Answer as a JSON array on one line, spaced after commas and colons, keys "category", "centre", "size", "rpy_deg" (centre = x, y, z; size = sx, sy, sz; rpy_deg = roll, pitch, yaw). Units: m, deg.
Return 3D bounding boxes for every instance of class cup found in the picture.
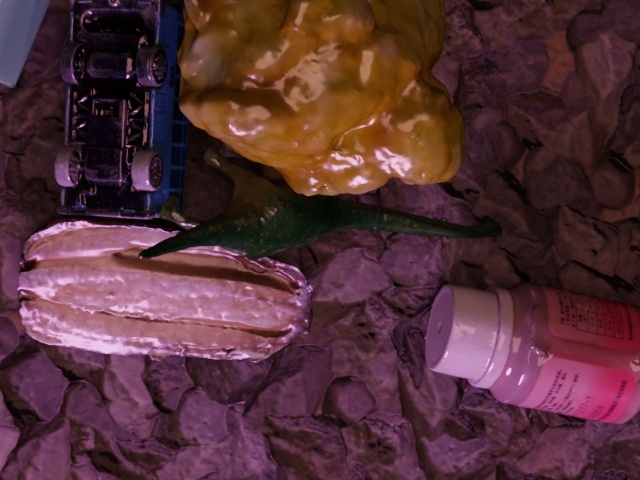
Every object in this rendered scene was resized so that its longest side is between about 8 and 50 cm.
[{"category": "cup", "centre": [-0.341, -0.286, 1.673], "size": [0.148, 0.134, 0.236], "rpy_deg": [18, 90, -9]}]

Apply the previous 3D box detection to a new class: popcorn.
[{"category": "popcorn", "centre": [0.003, -0.214, 1.638], "size": [0.292, 0.293, 0.334], "rpy_deg": [1, 63, 1]}]

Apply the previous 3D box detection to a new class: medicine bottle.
[{"category": "medicine bottle", "centre": [0.249, 0.121, 1.803], "size": [0.247, 0.147, 0.147], "rpy_deg": [12, 90, -11]}]

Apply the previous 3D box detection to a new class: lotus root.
[{"category": "lotus root", "centre": [-0.167, 0.046, 1.754], "size": [0.329, 0.078, 0.167], "rpy_deg": [9, 113, -13]}]

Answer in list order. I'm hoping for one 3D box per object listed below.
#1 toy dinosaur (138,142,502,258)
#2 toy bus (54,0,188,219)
[{"category": "toy dinosaur", "centre": [0.000, 0.000, 1.693], "size": [0.301, 0.447, 0.087], "rpy_deg": [34, 123, 8]}, {"category": "toy bus", "centre": [-0.205, -0.141, 1.703], "size": [0.116, 0.133, 0.234], "rpy_deg": [4, 91, 19]}]
